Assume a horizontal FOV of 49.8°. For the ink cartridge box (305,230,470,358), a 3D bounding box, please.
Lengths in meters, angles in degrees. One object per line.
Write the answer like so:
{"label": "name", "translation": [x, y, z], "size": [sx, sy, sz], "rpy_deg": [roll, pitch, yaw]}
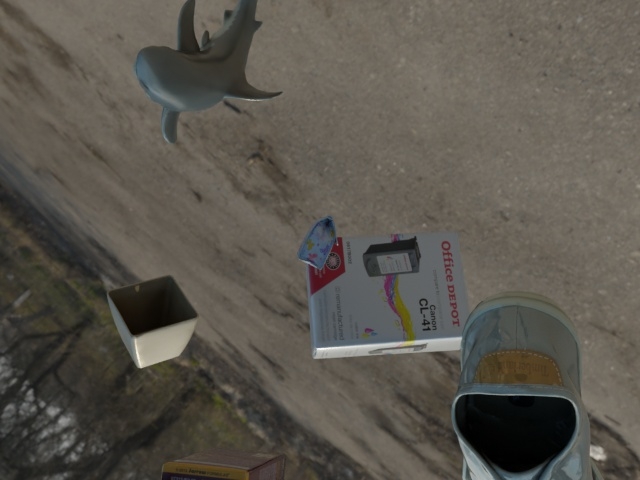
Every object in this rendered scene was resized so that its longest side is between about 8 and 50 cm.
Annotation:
{"label": "ink cartridge box", "translation": [0.128, 0.108, 1.371], "size": [0.306, 0.226, 0.131], "rpy_deg": [-4, 162, -3]}

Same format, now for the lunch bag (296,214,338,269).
{"label": "lunch bag", "translation": [0.000, 0.000, 1.105], "size": [0.053, 0.083, 0.071], "rpy_deg": [25, 180, -5]}

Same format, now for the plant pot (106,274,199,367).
{"label": "plant pot", "translation": [-0.265, 0.134, 1.083], "size": [0.109, 0.109, 0.096], "rpy_deg": [47, 139, 37]}

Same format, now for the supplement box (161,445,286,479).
{"label": "supplement box", "translation": [-0.117, 0.311, 0.860], "size": [0.104, 0.081, 0.188], "rpy_deg": [3, 170, 12]}

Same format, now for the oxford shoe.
{"label": "oxford shoe", "translation": [0.233, 0.263, 0.773], "size": [0.169, 0.130, 0.449], "rpy_deg": [-3, 124, 20]}

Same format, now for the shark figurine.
{"label": "shark figurine", "translation": [-0.084, -0.195, 0.719], "size": [0.116, 0.278, 0.166], "rpy_deg": [19, 143, 10]}
